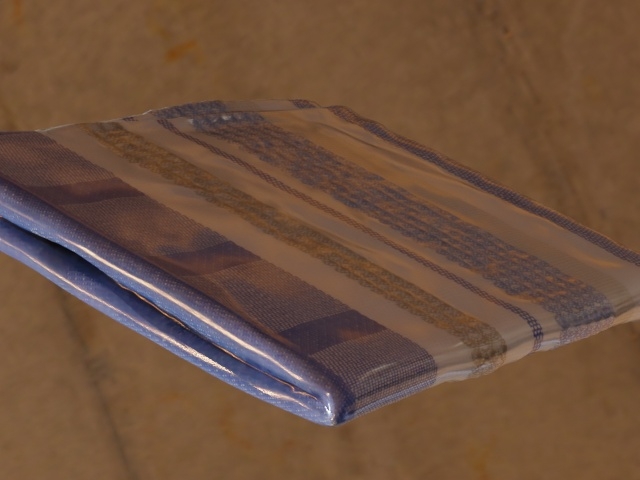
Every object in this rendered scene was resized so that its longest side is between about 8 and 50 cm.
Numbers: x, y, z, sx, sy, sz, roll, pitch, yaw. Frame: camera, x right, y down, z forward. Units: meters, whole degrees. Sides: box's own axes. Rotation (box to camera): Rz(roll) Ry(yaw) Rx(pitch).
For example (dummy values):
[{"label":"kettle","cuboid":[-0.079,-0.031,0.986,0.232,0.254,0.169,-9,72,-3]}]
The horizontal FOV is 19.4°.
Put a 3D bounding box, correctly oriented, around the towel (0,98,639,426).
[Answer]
[{"label":"towel","cuboid":[0.000,0.000,0.734,0.285,0.209,0.034,-12,-55,-58]}]
